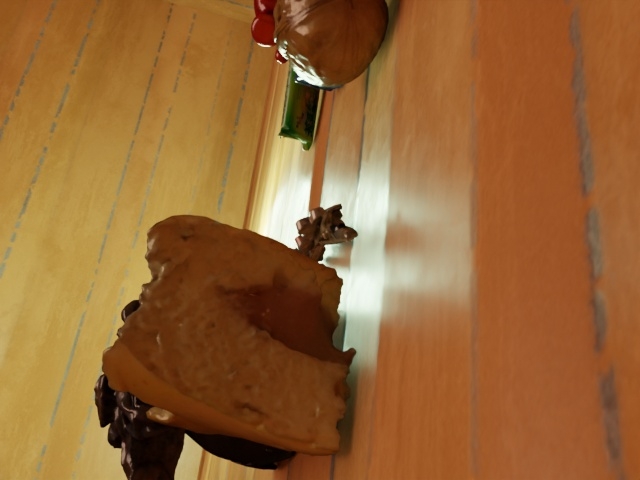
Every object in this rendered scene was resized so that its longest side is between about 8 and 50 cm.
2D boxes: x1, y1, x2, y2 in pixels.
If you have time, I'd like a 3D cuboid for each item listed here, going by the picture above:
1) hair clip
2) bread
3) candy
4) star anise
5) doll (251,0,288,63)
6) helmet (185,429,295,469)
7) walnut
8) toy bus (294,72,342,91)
[{"bbox_3d":[-0.004,-0.006,0.866,0.056,0.062,0.214,59,164,2],"label":"hair clip"},{"bbox_3d":[-0.090,0.105,0.724,0.211,0.223,0.184,133,155,-67],"label":"bread"},{"bbox_3d":[-0.034,-0.262,1.315,0.102,0.032,0.179,24,-108,-58],"label":"candy"},{"bbox_3d":[-0.205,0.177,0.814,0.214,0.098,0.220,-175,84,-71],"label":"star anise"},{"bbox_3d":[-0.028,-0.415,1.230,0.336,0.105,0.200,-48,-35,-61],"label":"doll"},{"bbox_3d":[-0.118,0.184,0.965,0.305,0.177,0.225,125,153,-65],"label":"helmet"},{"bbox_3d":[0.011,-0.262,0.879,0.180,0.144,0.144,-177,99,-72],"label":"walnut"},{"bbox_3d":[0.024,-0.355,1.115,0.094,0.079,0.237,25,104,64],"label":"toy bus"}]
